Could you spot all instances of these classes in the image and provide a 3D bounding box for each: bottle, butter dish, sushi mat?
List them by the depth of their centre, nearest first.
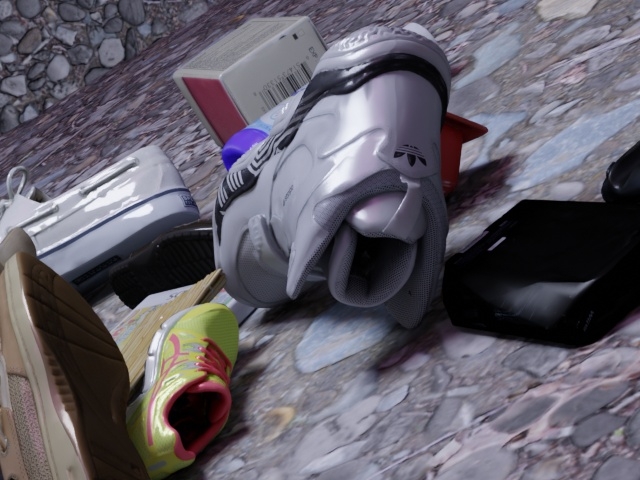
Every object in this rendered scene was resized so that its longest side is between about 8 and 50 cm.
[{"bbox_3d":[-0.201,0.155,1.558,0.151,0.019,0.316,-29,20,51],"label":"sushi mat"},{"bbox_3d":[0.062,-0.060,1.673,0.159,0.118,0.160,-17,-20,38],"label":"butter dish"},{"bbox_3d":[0.020,-0.152,2.042,0.283,0.092,0.118,-37,16,-19],"label":"bottle"}]

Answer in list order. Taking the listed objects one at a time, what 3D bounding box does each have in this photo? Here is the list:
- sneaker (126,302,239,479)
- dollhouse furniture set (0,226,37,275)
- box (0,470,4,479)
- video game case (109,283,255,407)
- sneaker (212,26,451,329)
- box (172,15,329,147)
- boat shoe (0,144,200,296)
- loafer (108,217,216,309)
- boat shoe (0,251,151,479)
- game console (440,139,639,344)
[{"bbox_3d":[-0.104,0.128,1.481,0.094,0.081,0.208,-20,31,37],"label":"sneaker"},{"bbox_3d":[-0.402,0.055,1.938,0.212,0.242,0.161,-26,17,18],"label":"dollhouse furniture set"},{"bbox_3d":[-0.424,0.152,1.681,0.163,0.247,0.142,-32,15,0],"label":"box"},{"bbox_3d":[-0.173,0.111,1.742,0.206,0.026,0.227,-15,24,47],"label":"video game case"},{"bbox_3d":[0.000,0.000,1.511,0.366,0.137,0.210,127,152,-46],"label":"sneaker"},{"bbox_3d":[-0.079,-0.207,2.328,0.148,0.127,0.232,-36,16,-12],"label":"box"},{"bbox_3d":[-0.335,-0.012,2.092,0.367,0.156,0.136,-29,-19,7],"label":"boat shoe"},{"bbox_3d":[-0.142,0.013,1.874,0.220,0.080,0.078,-15,23,46],"label":"loafer"},{"bbox_3d":[-0.220,0.144,1.388,0.110,0.121,0.341,-39,41,14],"label":"boat shoe"},{"bbox_3d":[0.262,-0.044,1.371,0.361,0.044,0.213,-39,19,-19],"label":"game console"}]
